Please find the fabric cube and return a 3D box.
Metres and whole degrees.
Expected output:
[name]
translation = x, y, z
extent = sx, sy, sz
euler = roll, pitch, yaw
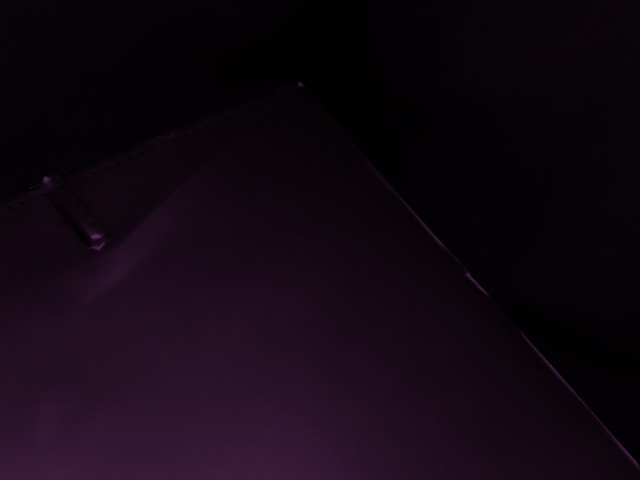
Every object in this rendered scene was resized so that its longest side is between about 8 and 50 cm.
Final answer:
[fabric cube]
translation = 0.000, 0.000, 0.267
extent = 0.254, 0.258, 0.259
euler = -27, 66, -32
